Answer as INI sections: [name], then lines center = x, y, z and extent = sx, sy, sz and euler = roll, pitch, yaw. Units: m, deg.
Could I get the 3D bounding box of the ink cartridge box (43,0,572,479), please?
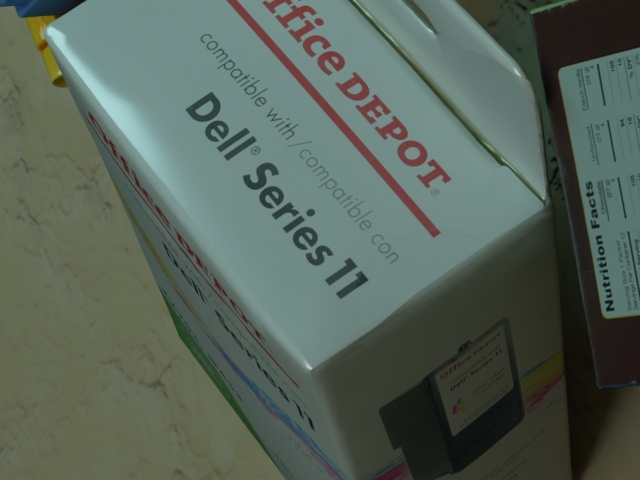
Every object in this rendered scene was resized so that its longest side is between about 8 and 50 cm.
[ink cartridge box]
center = 0.000, 0.000, 0.819
extent = 0.207, 0.119, 0.353
euler = 50, 168, 29

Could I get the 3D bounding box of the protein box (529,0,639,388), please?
[protein box]
center = 0.218, -0.037, 0.639
extent = 0.201, 0.200, 0.136
euler = -10, 90, 49

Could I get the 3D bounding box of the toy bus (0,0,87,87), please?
[toy bus]
center = -0.075, -0.170, 0.934
extent = 0.220, 0.211, 0.149
euler = -34, 72, 45
